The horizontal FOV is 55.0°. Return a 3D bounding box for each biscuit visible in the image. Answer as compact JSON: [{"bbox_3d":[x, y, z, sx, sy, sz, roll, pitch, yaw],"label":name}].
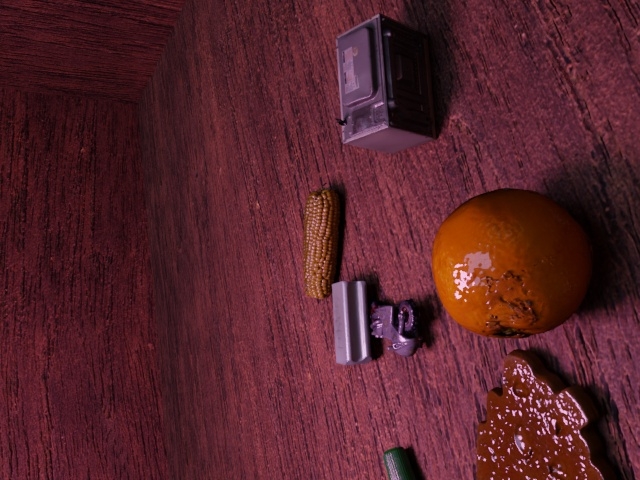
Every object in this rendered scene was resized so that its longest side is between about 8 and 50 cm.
[{"bbox_3d":[0.360,0.344,1.057,0.301,0.043,0.278,-57,45,43],"label":"biscuit"}]

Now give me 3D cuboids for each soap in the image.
[{"bbox_3d":[0.074,0.200,1.496,0.119,0.066,0.198,142,125,-76],"label":"soap"}]

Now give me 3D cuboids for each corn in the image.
[{"bbox_3d":[0.000,0.000,1.623,0.101,0.101,0.310,7,93,59],"label":"corn"}]

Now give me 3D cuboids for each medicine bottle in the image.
[{"bbox_3d":[0.200,0.587,1.283,0.111,0.076,0.309,101,154,-53],"label":"medicine bottle"}]

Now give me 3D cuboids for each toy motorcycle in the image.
[{"bbox_3d":[0.168,0.192,1.362,0.215,0.080,0.122,162,106,-69],"label":"toy motorcycle"}]

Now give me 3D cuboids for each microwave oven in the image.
[{"bbox_3d":[0.137,-0.327,1.306,0.145,0.194,0.241,-11,79,43],"label":"microwave oven"}]

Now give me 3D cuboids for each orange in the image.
[{"bbox_3d":[0.301,0.036,0.980,0.246,0.246,0.246,-4,86,59],"label":"orange"}]
